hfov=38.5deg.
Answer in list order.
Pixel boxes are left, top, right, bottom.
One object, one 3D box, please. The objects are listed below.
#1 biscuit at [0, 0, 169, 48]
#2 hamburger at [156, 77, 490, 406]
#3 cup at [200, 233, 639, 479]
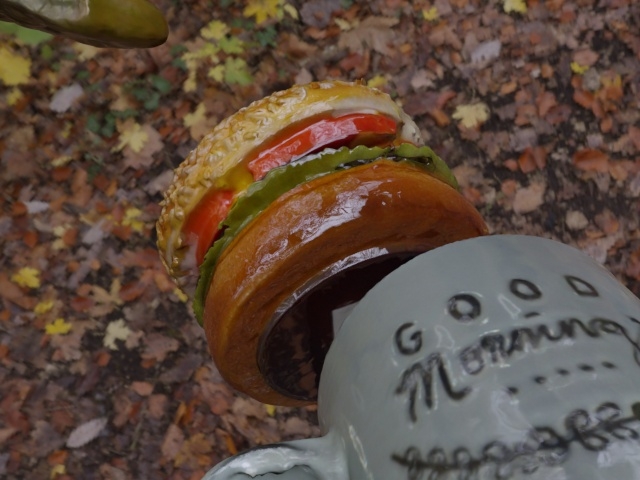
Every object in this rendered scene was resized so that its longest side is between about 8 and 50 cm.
[{"bbox_3d":[-0.203,-0.150,0.532,0.174,0.183,0.039,24,101,50],"label":"biscuit"},{"bbox_3d":[0.000,0.000,0.968,0.330,0.330,0.250,-32,51,6],"label":"hamburger"},{"bbox_3d":[0.070,0.131,0.405,0.258,0.186,0.234,-10,23,-3],"label":"cup"}]
